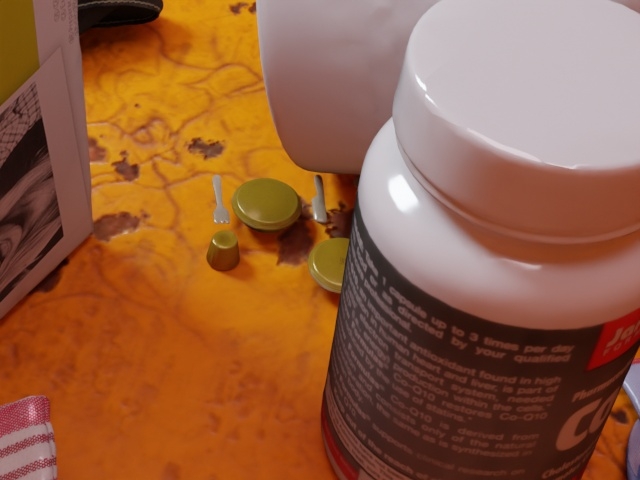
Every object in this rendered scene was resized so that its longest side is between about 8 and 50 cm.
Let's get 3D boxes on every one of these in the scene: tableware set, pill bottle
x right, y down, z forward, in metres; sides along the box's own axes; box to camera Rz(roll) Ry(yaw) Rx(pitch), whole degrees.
[{"bbox_3d":[0.000,0.000,0.858,0.154,0.024,0.104,1,49,-9],"label":"tableware set"},{"bbox_3d":[0.093,0.021,0.665,0.161,0.283,0.161,4,46,-4],"label":"pill bottle"}]

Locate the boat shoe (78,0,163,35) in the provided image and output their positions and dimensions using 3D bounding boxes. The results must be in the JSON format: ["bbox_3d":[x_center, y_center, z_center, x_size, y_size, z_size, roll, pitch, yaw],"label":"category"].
[{"bbox_3d":[-0.228,-0.162,0.960,0.233,0.084,0.079,-11,86,-27],"label":"boat shoe"}]

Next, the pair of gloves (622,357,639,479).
[{"bbox_3d":[0.269,0.121,0.777,0.198,0.023,0.159,-8,47,-16],"label":"pair of gloves"}]

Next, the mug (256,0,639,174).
[{"bbox_3d":[0.164,-0.197,0.867,0.328,0.276,0.374,3,29,14],"label":"mug"}]

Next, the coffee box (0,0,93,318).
[{"bbox_3d":[-0.360,-0.094,0.673,0.338,0.338,0.334,25,48,17],"label":"coffee box"}]

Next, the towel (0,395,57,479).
[{"bbox_3d":[-0.186,0.178,0.615,0.144,0.029,0.197,-22,50,6],"label":"towel"}]
